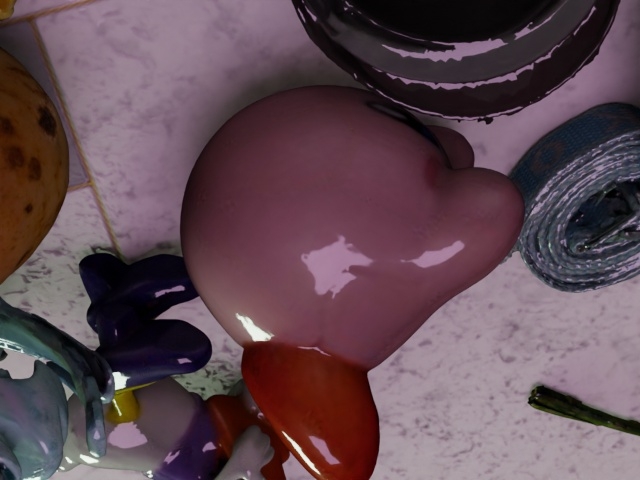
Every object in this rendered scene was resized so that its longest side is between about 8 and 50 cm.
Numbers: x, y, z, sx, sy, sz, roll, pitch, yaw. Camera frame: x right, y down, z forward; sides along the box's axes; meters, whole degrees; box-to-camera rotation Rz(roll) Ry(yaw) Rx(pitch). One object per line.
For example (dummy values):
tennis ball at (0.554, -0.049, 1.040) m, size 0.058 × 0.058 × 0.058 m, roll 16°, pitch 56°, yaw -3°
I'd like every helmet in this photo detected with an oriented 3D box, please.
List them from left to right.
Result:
helmet at (0.076, -0.244, 0.900) m, size 0.225 × 0.177 × 0.305 m, roll -16°, pitch 134°, yaw 8°

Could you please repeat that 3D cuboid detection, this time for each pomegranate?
pomegranate at (-0.291, -0.051, 0.933) m, size 0.215 × 0.215 × 0.215 m, roll -4°, pitch 122°, yaw -7°

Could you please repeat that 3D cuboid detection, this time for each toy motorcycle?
toy motorcycle at (-0.273, 0.113, 0.977) m, size 0.206 × 0.260 × 0.154 m, roll -23°, pitch 129°, yaw -42°

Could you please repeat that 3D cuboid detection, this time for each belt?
belt at (0.237, -0.031, 1.112) m, size 0.148 × 0.082 × 0.163 m, roll 24°, pitch 114°, yaw -17°

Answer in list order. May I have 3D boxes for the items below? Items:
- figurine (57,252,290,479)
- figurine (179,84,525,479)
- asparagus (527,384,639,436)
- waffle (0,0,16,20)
figurine at (-0.122, 0.207, 1.157) m, size 0.193 × 0.154 × 0.420 m, roll -18°, pitch 121°, yaw 8°
figurine at (-0.008, 0.003, 1.005) m, size 0.211 × 0.269 × 0.261 m, roll 31°, pitch 103°, yaw -19°
asparagus at (0.301, 0.183, 1.290) m, size 0.233 × 0.022 × 0.023 m, roll 20°, pitch 72°, yaw -18°
waffle at (-0.310, -0.210, 0.839) m, size 0.249 × 0.253 × 0.056 m, roll -1°, pitch 165°, yaw -18°
